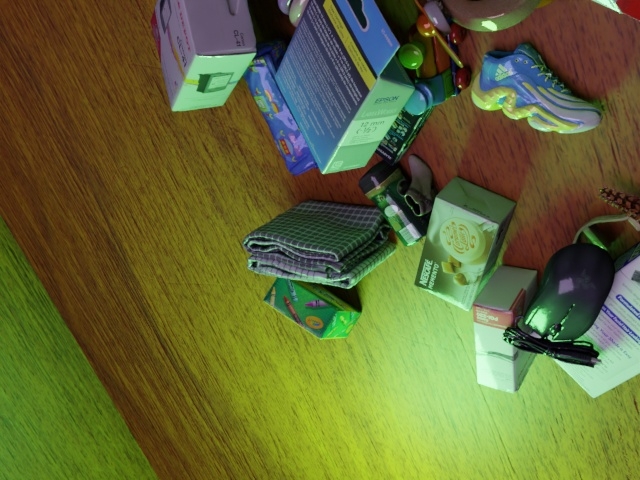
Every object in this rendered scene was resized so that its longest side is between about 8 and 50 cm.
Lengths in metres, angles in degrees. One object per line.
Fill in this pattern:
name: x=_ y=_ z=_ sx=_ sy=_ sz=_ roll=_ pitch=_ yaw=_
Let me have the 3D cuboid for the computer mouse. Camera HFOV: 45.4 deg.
computer mouse: x=0.456 y=0.129 z=1.406 sx=0.189 sy=0.072 sz=0.272 roll=15 pitch=125 yaw=8

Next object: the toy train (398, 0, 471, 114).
toy train: x=0.187 y=-0.360 z=1.380 sx=0.105 sy=0.143 sz=0.248 roll=8 pitch=125 yaw=34

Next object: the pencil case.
pencil case: x=-0.069 y=-0.285 z=1.659 sx=0.306 sy=0.119 sz=0.133 roll=63 pitch=165 yaw=-17

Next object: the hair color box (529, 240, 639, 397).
hair color box: x=0.586 y=0.145 z=1.467 sx=0.185 sy=0.110 sz=0.339 roll=45 pitch=139 yaw=6

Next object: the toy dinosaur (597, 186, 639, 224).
toy dinosaur: x=0.635 y=-0.035 z=1.271 sx=0.322 sy=0.164 sz=0.218 roll=-1 pitch=139 yaw=15

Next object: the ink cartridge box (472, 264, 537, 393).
ink cartridge box: x=0.394 y=0.185 z=1.613 sx=0.092 sy=0.158 sz=0.217 roll=9 pitch=126 yaw=32

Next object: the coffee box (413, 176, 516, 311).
coffee box: x=0.298 y=0.010 z=1.602 sx=0.141 sy=0.098 sz=0.246 roll=28 pitch=134 yaw=20

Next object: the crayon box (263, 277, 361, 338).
crayon box: x=-0.013 y=0.161 z=1.854 sx=0.165 sy=0.278 sz=0.081 roll=32 pitch=93 yaw=15

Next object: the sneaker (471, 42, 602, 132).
sneaker: x=0.376 y=-0.270 z=1.335 sx=0.240 sy=0.091 sz=0.126 roll=20 pitch=130 yaw=28

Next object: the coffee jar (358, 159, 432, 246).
coffee jar: x=0.165 y=-0.084 z=1.642 sx=0.184 sy=0.096 sz=0.079 roll=52 pitch=135 yaw=-5

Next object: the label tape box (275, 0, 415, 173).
label tape box: x=0.056 y=-0.324 z=1.394 sx=0.249 sy=0.115 sz=0.347 roll=65 pitch=146 yaw=22

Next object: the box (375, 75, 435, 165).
box: x=0.109 y=-0.284 z=1.569 sx=0.220 sy=0.051 sz=0.175 roll=39 pitch=137 yaw=9

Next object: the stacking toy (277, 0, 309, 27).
stacking toy: x=-0.105 y=-0.568 z=1.476 sx=0.330 sy=0.141 sz=0.141 roll=46 pitch=138 yaw=7

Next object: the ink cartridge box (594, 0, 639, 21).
ink cartridge box: x=0.449 y=-0.424 z=1.096 sx=0.232 sy=0.189 sz=0.066 roll=32 pitch=170 yaw=20

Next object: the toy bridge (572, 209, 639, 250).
toy bridge: x=0.526 y=-0.007 z=1.459 sx=0.063 sy=0.026 sz=0.188 roll=49 pitch=138 yaw=2

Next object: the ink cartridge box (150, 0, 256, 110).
ink cartridge box: x=-0.248 y=-0.425 z=1.575 sx=0.306 sy=0.131 sz=0.226 roll=149 pitch=108 yaw=-69

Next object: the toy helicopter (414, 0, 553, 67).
toy helicopter: x=0.208 y=-0.430 z=1.277 sx=0.355 sy=0.235 sz=0.140 roll=33 pitch=176 yaw=40

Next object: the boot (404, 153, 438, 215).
boot: x=0.202 y=-0.112 z=1.597 sx=0.042 sy=0.087 sz=0.118 roll=-25 pitch=103 yaw=48

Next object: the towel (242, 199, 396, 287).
towel: x=0.000 y=0.000 z=1.740 sx=0.284 sy=0.235 sz=0.121 roll=8 pitch=116 yaw=33
